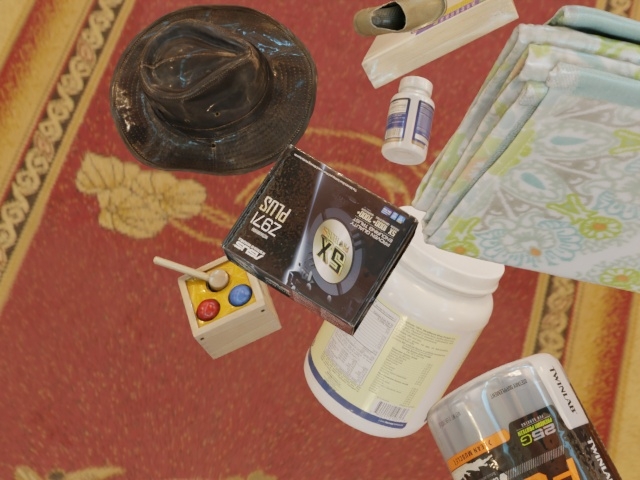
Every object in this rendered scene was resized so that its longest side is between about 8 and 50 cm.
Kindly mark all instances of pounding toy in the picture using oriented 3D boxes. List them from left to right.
[{"bbox_3d":[-0.148,0.075,1.446,0.130,0.100,0.141,-25,52,3],"label":"pounding toy"}]

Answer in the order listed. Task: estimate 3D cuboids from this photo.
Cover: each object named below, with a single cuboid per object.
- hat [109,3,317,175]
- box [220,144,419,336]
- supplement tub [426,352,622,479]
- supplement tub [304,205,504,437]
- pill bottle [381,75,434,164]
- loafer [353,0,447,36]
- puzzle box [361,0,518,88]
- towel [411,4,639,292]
[{"bbox_3d":[-0.172,-0.258,1.537,0.331,0.134,0.331,-1,69,4],"label":"hat"},{"bbox_3d":[0.000,0.000,1.180,0.180,0.077,0.147,32,79,8],"label":"box"},{"bbox_3d":[0.281,0.319,1.275,0.193,0.193,0.316,-21,70,-15],"label":"supplement tub"},{"bbox_3d":[0.136,0.132,1.654,0.235,0.325,0.235,22,25,-11],"label":"supplement tub"},{"bbox_3d":[0.131,-0.177,1.490,0.067,0.067,0.120,13,73,-3],"label":"pill bottle"},{"bbox_3d":[0.122,-0.328,1.478,0.148,0.050,0.056,-20,106,-12],"label":"loafer"},{"bbox_3d":[0.222,-0.397,1.863,0.272,0.409,0.052,-24,105,16],"label":"puzzle box"},{"bbox_3d":[0.305,-0.065,0.963,0.374,0.320,0.090,12,60,-10],"label":"towel"}]
